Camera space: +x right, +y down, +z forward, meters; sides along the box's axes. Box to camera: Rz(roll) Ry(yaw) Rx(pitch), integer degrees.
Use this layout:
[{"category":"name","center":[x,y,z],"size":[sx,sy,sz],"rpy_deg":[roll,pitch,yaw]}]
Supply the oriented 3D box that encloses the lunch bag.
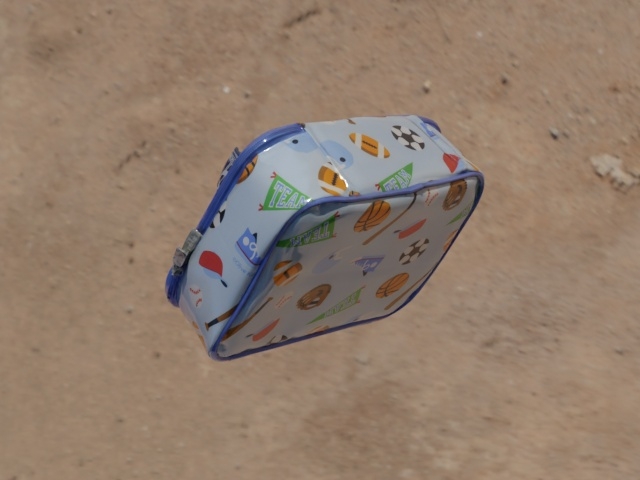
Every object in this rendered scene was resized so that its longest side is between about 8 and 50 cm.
[{"category":"lunch bag","center":[0.000,0.000,1.269],"size":[0.115,0.303,0.243],"rpy_deg":[52,128,26]}]
